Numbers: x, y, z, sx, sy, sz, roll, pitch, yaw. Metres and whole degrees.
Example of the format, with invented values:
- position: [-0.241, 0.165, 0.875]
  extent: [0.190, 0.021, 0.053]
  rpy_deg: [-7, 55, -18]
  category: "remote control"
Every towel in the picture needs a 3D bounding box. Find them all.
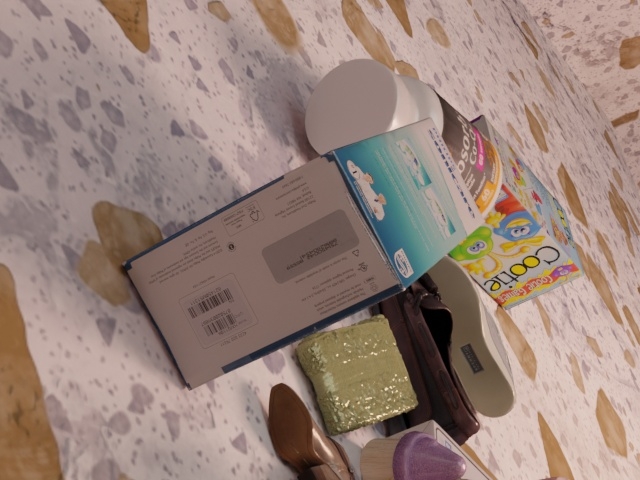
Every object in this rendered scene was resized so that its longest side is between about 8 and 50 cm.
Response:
- position: [0.040, 0.138, 1.099]
  extent: [0.148, 0.027, 0.110]
  rpy_deg: [-11, 76, -51]
  category: "towel"

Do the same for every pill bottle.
- position: [0.109, -0.117, 1.373]
  extent: [0.278, 0.162, 0.162]
  rpy_deg: [27, 42, -53]
  category: "pill bottle"

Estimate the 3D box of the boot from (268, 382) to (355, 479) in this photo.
- position: [-0.005, 0.190, 0.981]
  extent: [0.087, 0.042, 0.118]
  rpy_deg: [23, 46, -64]
  category: "boot"

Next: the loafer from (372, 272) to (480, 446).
- position: [0.128, 0.120, 1.242]
  extent: [0.109, 0.095, 0.303]
  rpy_deg: [42, 31, -37]
  category: "loafer"

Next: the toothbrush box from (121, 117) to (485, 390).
- position: [0.000, 0.000, 0.965]
  extent: [0.126, 0.216, 0.295]
  rpy_deg: [62, 23, -2]
  category: "toothbrush box"

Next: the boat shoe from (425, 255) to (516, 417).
- position: [0.194, 0.123, 1.414]
  extent: [0.228, 0.079, 0.081]
  rpy_deg: [66, 14, -5]
  category: "boat shoe"

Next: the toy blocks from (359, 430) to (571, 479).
- position: [0.166, 0.305, 0.807]
  extent: [0.309, 0.260, 0.289]
  rpy_deg: [40, 57, -35]
  category: "toy blocks"

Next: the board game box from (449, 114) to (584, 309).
- position: [0.267, -0.036, 1.631]
  extent: [0.275, 0.142, 0.144]
  rpy_deg: [41, 32, -40]
  category: "board game box"

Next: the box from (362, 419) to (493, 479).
- position: [0.158, 0.335, 1.090]
  extent: [0.290, 0.087, 0.169]
  rpy_deg: [48, 28, -31]
  category: "box"
